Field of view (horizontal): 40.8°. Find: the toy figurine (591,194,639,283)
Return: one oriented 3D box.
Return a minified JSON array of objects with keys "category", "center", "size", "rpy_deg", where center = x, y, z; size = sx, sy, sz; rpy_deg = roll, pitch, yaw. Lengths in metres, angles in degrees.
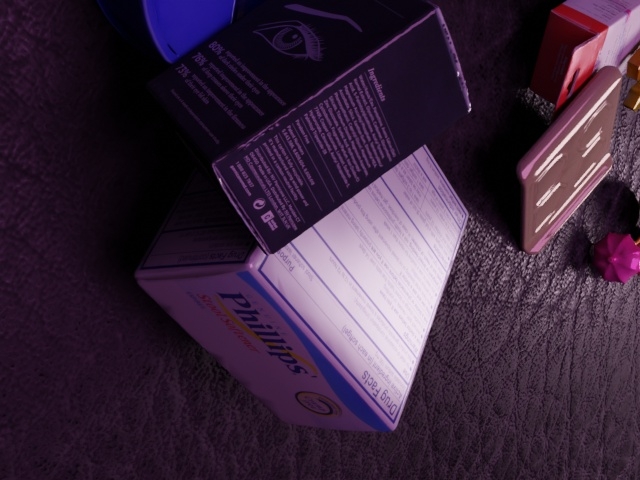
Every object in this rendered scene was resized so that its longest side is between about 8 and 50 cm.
[{"category":"toy figurine","center":[0.512,0.016,1.404],"size":[0.159,0.130,0.173],"rpy_deg":[-32,146,-14]}]

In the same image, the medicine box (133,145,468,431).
[{"category":"medicine box","center":[0.000,0.000,0.866],"size":[0.263,0.149,0.289],"rpy_deg":[52,49,-36]}]

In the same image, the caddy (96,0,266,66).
[{"category":"caddy","center":[-0.070,-0.301,0.754],"size":[0.241,0.179,0.341],"rpy_deg":[2,119,-33]}]

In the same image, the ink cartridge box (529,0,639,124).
[{"category":"ink cartridge box","center":[0.368,-0.269,1.173],"size":[0.231,0.078,0.134],"rpy_deg":[-35,148,-29]}]

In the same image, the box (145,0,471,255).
[{"category":"box","center":[-0.011,-0.116,0.693],"size":[0.207,0.153,0.108],"rpy_deg":[-35,134,-6]}]

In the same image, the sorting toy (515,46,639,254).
[{"category":"sorting toy","center":[0.373,-0.143,1.217],"size":[0.307,0.041,0.229],"rpy_deg":[-47,150,-12]}]
